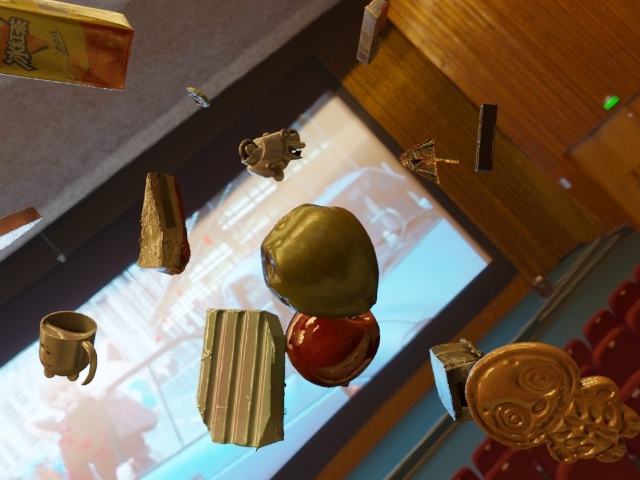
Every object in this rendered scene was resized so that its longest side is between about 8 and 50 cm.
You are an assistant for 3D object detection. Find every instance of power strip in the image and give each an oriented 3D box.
[{"bbox_3d":[-0.623,-0.007,1.269,0.109,0.037,0.279,-36,11,1],"label":"power strip"}]

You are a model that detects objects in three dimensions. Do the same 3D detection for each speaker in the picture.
[{"bbox_3d":[0.478,-0.295,1.912,0.040,0.046,0.191,33,-118,-88],"label":"speaker"}]

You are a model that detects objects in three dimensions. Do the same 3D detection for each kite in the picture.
[{"bbox_3d":[0.265,-0.201,1.643,0.010,0.159,0.190,91,180,-46],"label":"kite"}]

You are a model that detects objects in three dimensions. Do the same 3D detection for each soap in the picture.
[{"bbox_3d":[-0.129,0.237,1.137,0.091,0.145,0.231,36,-124,-65],"label":"soap"}]

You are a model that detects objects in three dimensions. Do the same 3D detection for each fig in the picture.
[{"bbox_3d":[0.010,0.053,1.349,0.239,0.271,0.239,-46,13,14],"label":"fig"}]

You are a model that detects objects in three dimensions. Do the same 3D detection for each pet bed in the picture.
[{"bbox_3d":[0.398,0.367,1.754,0.159,0.183,0.211,-13,4,-2],"label":"pet bed"}]

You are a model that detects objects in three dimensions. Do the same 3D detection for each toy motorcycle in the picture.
[{"bbox_3d":[-0.158,-0.280,2.227,0.260,0.171,0.110,-22,16,-39],"label":"toy motorcycle"}]

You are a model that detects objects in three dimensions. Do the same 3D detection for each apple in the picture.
[{"bbox_3d":[0.027,0.232,1.562,0.201,0.218,0.218,-54,-9,28],"label":"apple"}]

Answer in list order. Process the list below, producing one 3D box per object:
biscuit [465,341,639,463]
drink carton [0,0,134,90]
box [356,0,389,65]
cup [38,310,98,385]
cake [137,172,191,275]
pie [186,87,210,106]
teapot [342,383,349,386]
[{"bbox_3d":[0.387,0.282,1.109,0.202,0.288,0.044,-63,-4,22],"label":"biscuit"},{"bbox_3d":[-0.597,-0.430,1.421,0.351,0.111,0.155,1,-56,-32],"label":"drink carton"},{"bbox_3d":[0.129,-0.521,1.656,0.055,0.039,0.218,-49,-8,-14],"label":"box"},{"bbox_3d":[-0.621,0.279,1.667,0.134,0.173,0.142,-64,-11,-69],"label":"cup"},{"bbox_3d":[-0.331,-0.032,1.444,0.086,0.116,0.221,9,-87,-53],"label":"cake"},{"bbox_3d":[-0.360,-0.421,1.950,0.017,0.085,0.085,-56,-2,-14],"label":"pie"},{"bbox_3d":[0.028,0.318,1.763,0.177,0.096,0.087,-98,16,-46],"label":"teapot"}]
